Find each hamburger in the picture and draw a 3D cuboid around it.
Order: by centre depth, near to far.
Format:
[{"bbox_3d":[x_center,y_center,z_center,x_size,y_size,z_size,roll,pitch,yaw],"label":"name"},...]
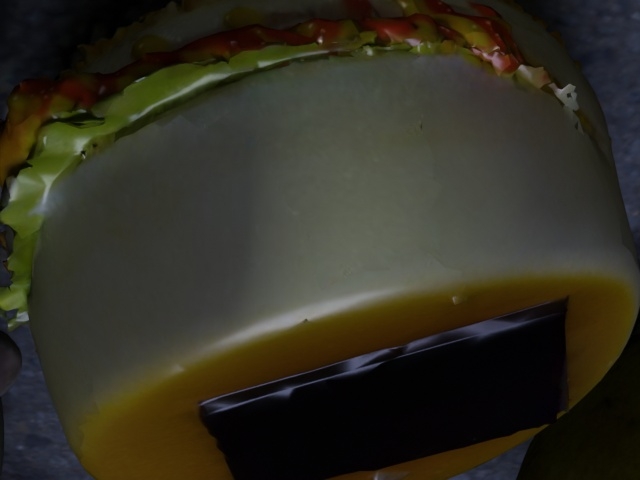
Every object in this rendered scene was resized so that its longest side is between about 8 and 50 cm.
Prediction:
[{"bbox_3d":[0.000,0.000,0.695,0.276,0.179,0.294,-16,151,2],"label":"hamburger"}]

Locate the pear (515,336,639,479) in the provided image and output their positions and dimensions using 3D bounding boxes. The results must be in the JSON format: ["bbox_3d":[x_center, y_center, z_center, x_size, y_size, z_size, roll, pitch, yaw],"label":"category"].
[{"bbox_3d":[0.265,0.187,0.882,0.304,0.304,0.304,-3,143,-2],"label":"pear"}]

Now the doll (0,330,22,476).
[{"bbox_3d":[-0.279,0.158,0.852,0.215,0.226,0.370,33,148,13],"label":"doll"}]
